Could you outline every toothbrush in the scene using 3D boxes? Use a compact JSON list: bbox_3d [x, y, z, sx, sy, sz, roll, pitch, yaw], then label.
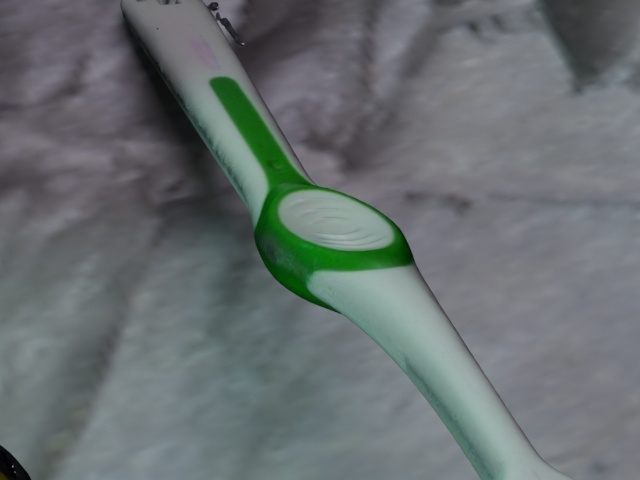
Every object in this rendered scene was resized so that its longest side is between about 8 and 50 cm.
[{"bbox_3d":[0.000,-0.005,0.505,0.042,0.040,0.418,-7,32,-18],"label":"toothbrush"}]

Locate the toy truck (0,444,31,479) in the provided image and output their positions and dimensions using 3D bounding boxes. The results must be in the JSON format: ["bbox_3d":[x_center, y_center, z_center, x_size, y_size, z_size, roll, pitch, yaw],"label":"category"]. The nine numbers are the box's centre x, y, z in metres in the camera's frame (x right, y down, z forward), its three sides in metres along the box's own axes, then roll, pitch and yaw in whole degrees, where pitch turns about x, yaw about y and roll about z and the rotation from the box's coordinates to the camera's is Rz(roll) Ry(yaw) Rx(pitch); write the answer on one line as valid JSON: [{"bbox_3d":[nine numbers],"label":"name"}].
[{"bbox_3d":[-0.179,0.084,0.418,0.224,0.165,0.147,8,53,4],"label":"toy truck"}]
